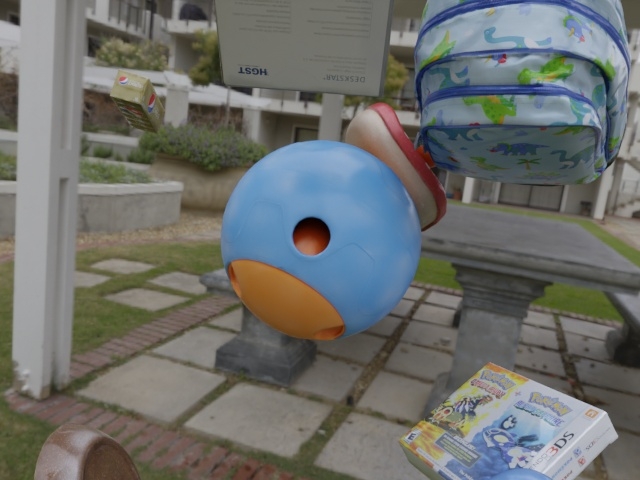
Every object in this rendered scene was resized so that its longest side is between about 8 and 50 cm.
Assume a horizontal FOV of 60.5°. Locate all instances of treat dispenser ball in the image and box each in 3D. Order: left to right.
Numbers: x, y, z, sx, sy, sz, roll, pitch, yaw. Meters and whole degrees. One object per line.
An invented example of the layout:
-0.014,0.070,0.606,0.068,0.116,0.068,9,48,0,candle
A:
0.000,0.000,0.798,0.288,0.288,0.288,7,10,-1,treat dispenser ball

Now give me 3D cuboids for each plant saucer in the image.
-0.242,0.296,0.614,0.036,0.198,0.198,-23,11,1,plant saucer

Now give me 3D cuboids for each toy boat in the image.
0.151,-0.136,0.948,0.151,0.231,0.151,-33,-4,-21,toy boat

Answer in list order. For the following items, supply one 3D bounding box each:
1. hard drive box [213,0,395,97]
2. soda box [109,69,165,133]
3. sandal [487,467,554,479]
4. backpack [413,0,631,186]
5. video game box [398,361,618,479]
-0.013,-0.271,0.549,0.181,0.232,0.089,6,45,2,hard drive box
-0.371,-0.279,1.127,0.061,0.058,0.181,15,-8,-4,soda box
0.185,0.297,0.512,0.126,0.317,0.138,-20,37,2,sandal
0.249,-0.189,0.697,0.290,0.273,0.355,12,-21,22,backpack
0.228,0.254,0.703,0.187,0.048,0.205,-32,17,-18,video game box
